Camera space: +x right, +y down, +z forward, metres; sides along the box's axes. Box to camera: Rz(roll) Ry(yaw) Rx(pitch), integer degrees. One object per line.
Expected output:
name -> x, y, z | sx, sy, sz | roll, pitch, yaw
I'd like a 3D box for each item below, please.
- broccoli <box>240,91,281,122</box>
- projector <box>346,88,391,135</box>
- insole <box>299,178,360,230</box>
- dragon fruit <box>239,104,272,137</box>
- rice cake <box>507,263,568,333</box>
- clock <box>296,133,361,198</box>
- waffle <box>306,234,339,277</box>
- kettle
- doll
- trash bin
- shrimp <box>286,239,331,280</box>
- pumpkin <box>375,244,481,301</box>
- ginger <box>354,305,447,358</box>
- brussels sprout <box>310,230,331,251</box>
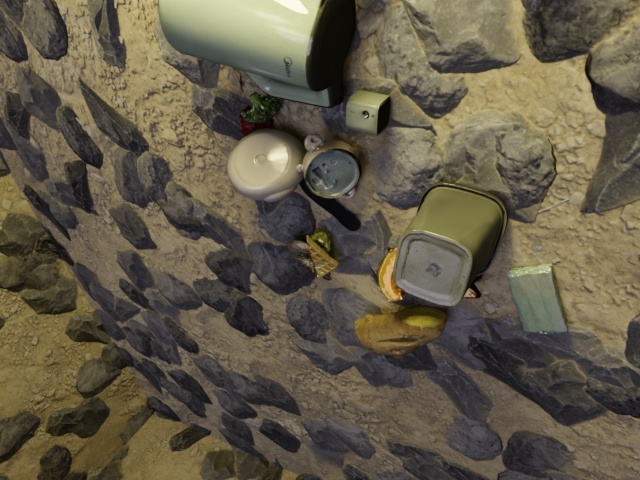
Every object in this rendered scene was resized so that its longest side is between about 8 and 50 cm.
broccoli -> -0.164, -0.363, 1.329 | 0.097, 0.095, 0.092 | 2, 138, 44
projector -> 0.115, -0.307, 1.172 | 0.082, 0.083, 0.083 | 19, 134, 23
insole -> 0.020, -0.119, 1.458 | 0.253, 0.005, 0.086 | 44, 139, -2
dragon fruit -> -0.196, -0.309, 1.415 | 0.097, 0.063, 0.131 | 26, 136, 17
rice cake -> 0.563, 0.158, 1.265 | 0.124, 0.038, 0.211 | -11, 117, 41
clock -> 0.028, -0.184, 1.294 | 0.156, 0.063, 0.229 | -29, 128, 10
waffle -> -0.022, 0.053, 1.525 | 0.097, 0.023, 0.153 | -31, 120, 32
kettle -> -0.126, -0.465, 1.133 | 0.377, 0.250, 0.361 | 23, 155, 16
doll -> -0.146, -0.199, 1.401 | 0.251, 0.221, 0.221 | -23, 113, 11
trash bin -> 0.297, 0.011, 1.152 | 0.220, 0.250, 0.219 | 18, 122, 22
shrimp -> -0.032, 0.063, 1.591 | 0.187, 0.051, 0.132 | 37, 159, -10
pumpkin -> 0.301, 0.074, 1.358 | 0.279, 0.111, 0.163 | -5, 103, 30
ginger -> 0.250, 0.285, 1.535 | 0.190, 0.126, 0.354 | 53, 139, -5
brussels sprout -> 0.000, 0.000, 1.536 | 0.085, 0.058, 0.085 | 20, 150, 12
